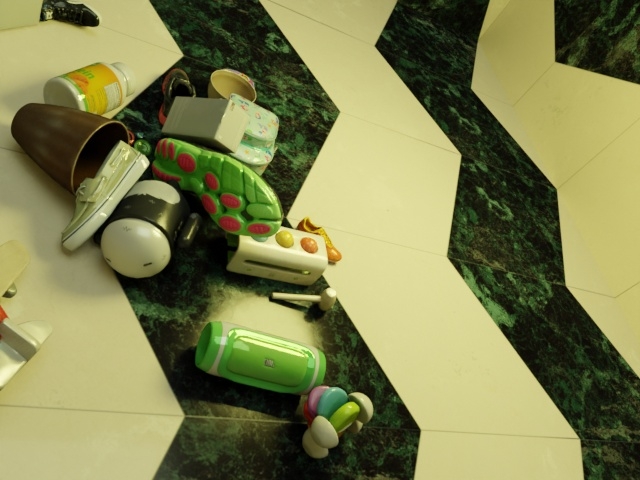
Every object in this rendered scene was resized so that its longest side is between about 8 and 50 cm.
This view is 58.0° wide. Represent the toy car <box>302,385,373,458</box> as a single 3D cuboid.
[{"bbox_3d":[0.022,0.408,1.353,0.159,0.182,0.136,-26,66,-31],"label":"toy car"}]

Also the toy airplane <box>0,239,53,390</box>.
[{"bbox_3d":[-0.695,0.123,1.048,0.386,0.272,0.385,40,33,-64],"label":"toy airplane"}]

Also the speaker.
[{"bbox_3d":[-0.141,0.284,1.380,0.296,0.131,0.131,19,44,-22],"label":"speaker"}]

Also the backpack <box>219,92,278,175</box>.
[{"bbox_3d":[-0.247,-0.313,1.801,0.225,0.191,0.254,24,47,-22],"label":"backpack"}]

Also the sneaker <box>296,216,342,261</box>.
[{"bbox_3d":[0.000,0.000,1.787,0.175,0.067,0.064,41,39,-1],"label":"sneaker"}]

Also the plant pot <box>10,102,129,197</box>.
[{"bbox_3d":[-0.643,-0.246,1.445,0.230,0.215,0.215,26,40,7],"label":"plant pot"}]

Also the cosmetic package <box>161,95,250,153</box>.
[{"bbox_3d":[-0.331,-0.334,1.656,0.237,0.127,0.107,16,-11,33],"label":"cosmetic package"}]

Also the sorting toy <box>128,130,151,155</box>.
[{"bbox_3d":[-0.537,-0.279,1.663,0.102,0.042,0.061,37,55,-22],"label":"sorting toy"}]

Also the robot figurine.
[{"bbox_3d":[-0.424,-0.034,1.423,0.173,0.209,0.278,41,37,-24],"label":"robot figurine"}]

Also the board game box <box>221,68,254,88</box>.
[{"bbox_3d":[-0.296,-0.581,2.115,0.133,0.033,0.169,14,47,-26],"label":"board game box"}]

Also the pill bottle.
[{"bbox_3d":[-0.642,-0.424,1.634,0.136,0.136,0.246,40,40,0],"label":"pill bottle"}]

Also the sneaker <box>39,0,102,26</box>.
[{"bbox_3d":[-0.815,-0.712,1.818,0.216,0.079,0.121,23,46,-6],"label":"sneaker"}]

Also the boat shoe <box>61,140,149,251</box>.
[{"bbox_3d":[-0.539,-0.111,1.399,0.094,0.109,0.302,41,60,-23],"label":"boat shoe"}]

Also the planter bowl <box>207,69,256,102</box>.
[{"bbox_3d":[-0.314,-0.480,1.951,0.162,0.109,0.162,21,44,-21],"label":"planter bowl"}]

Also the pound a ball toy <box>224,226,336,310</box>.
[{"bbox_3d":[-0.095,0.059,1.609,0.319,0.136,0.208,13,47,-27],"label":"pound a ball toy"}]

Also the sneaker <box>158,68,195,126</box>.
[{"bbox_3d":[-0.446,-0.472,1.827,0.097,0.135,0.276,15,45,-23],"label":"sneaker"}]

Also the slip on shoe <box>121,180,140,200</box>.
[{"bbox_3d":[-0.521,-0.126,1.525,0.041,0.051,0.135,29,34,-9],"label":"slip on shoe"}]

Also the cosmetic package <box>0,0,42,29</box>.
[{"bbox_3d":[-1.003,-0.700,1.602,0.217,0.156,0.385,46,40,7],"label":"cosmetic package"}]

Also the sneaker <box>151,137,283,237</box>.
[{"bbox_3d":[-0.255,-0.163,1.554,0.482,0.185,0.202,33,26,33],"label":"sneaker"}]
